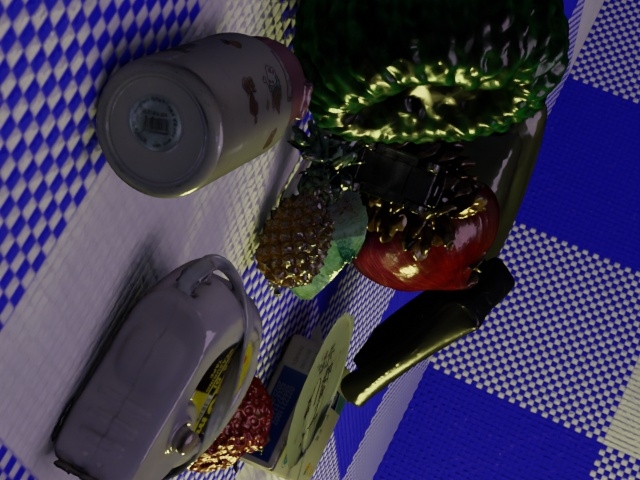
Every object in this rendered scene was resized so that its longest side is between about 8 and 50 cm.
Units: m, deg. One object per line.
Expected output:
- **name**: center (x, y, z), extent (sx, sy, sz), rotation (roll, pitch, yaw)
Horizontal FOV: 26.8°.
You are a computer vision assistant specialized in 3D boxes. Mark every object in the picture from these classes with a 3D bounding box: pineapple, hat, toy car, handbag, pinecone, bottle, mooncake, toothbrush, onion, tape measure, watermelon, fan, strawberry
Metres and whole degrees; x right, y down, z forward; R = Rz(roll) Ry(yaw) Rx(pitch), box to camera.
- **pineapple**: center (-0.019, -0.033, 1.534), extent (0.103, 0.083, 0.221), rotation (5, 117, -36)
- **hat**: center (0.105, -0.273, 1.380), extent (0.242, 0.274, 0.332), rotation (110, -20, -66)
- **toy car**: center (0.071, -0.089, 1.648), extent (0.062, 0.165, 0.071), rotation (-66, 176, -79)
- **handbag**: center (0.164, 0.137, 2.092), extent (0.275, 0.088, 0.244), rotation (-36, -178, 28)
- **pinecone**: center (0.124, -0.079, 1.772), extent (0.184, 0.205, 0.179), rotation (-51, 160, -16)
- **bottle**: center (-0.084, -0.113, 1.095), extent (0.233, 0.110, 0.110), rotation (-40, 151, -64)
- **mooncake**: center (0.245, -0.109, 2.257), extent (0.351, 0.187, 0.351), rotation (19, 90, -78)
- **toothbrush**: center (-0.002, -0.128, 1.601), extent (0.204, 0.017, 0.022), rotation (-64, 148, -13)
- **onion**: center (0.152, -0.005, 1.967), extent (0.248, 0.248, 0.161), rotation (9, 77, -77)
- **tape measure**: center (-0.135, 0.129, 1.274), extent (0.236, 0.120, 0.197), rotation (-60, 161, -5)
- **watermelon**: center (-0.003, 0.007, 1.729), extent (0.180, 0.081, 0.094), rotation (-56, -170, 27)
- **fan**: center (-0.023, 0.290, 1.944), extent (0.233, 0.012, 0.414), rotation (-37, 145, -63)
- **strawberry**: center (-0.129, 0.190, 1.465), extent (0.131, 0.148, 0.131), rotation (-38, -141, 39)

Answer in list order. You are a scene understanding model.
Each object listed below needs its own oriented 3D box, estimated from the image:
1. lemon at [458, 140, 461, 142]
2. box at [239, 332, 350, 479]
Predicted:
- **lemon**: center (0.157, -0.143, 2.009), extent (0.133, 0.109, 0.109), rotation (-49, 164, -9)
- **box**: center (-0.031, 0.268, 2.055), extent (0.200, 0.065, 0.343), rotation (-64, 167, -9)
